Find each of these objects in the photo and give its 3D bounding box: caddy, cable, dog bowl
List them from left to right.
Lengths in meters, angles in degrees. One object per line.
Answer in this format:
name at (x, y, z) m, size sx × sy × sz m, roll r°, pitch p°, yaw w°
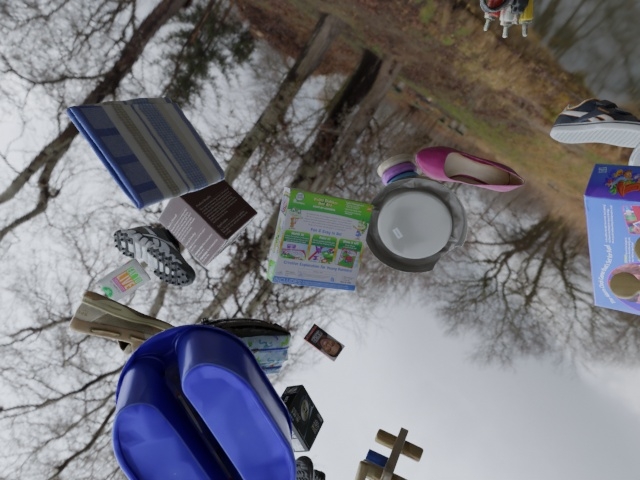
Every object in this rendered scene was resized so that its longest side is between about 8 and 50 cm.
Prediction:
caddy at (-0.184, 0.305, 0.849) m, size 0.341 × 0.241 × 0.179 m, roll 62°, pitch 175°, yaw -15°
dog bowl at (0.322, -0.063, 1.781) m, size 0.348 × 0.349 × 0.102 m, roll 36°, pitch -154°, yaw -6°
cable at (0.406, -0.579, 1.084) m, size 0.139 × 0.287 × 0.072 m, roll 3°, pitch -162°, yaw -13°

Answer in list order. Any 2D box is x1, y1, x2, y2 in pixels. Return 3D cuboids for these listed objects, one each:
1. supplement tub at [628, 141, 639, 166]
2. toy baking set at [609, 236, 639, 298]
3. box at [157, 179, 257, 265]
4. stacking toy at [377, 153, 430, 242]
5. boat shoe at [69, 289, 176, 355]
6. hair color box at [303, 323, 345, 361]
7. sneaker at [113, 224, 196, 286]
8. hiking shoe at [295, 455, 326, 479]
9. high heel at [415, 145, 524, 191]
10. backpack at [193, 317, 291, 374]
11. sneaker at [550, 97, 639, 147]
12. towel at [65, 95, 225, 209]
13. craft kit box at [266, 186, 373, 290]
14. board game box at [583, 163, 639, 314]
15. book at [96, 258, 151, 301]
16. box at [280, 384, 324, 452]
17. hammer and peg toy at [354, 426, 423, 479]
supplement tub at (0.659, -0.121, 0.909) m, size 0.190 × 0.117 × 0.117 m, roll 7°, pitch -161°, yaw 2°
toy baking set at (0.409, 0.080, 0.512) m, size 0.030 × 0.196 × 0.256 m, roll 25°, pitch -127°, yaw -45°
box at (-0.335, -0.071, 1.552) m, size 0.203 × 0.167 × 0.168 m, roll 45°, pitch -135°, yaw -2°
stacking toy at (0.319, -0.134, 1.842) m, size 0.141 × 0.141 × 0.331 m, roll 7°, pitch -119°, yaw -58°
boat shoe at (-0.473, 0.238, 1.326) m, size 0.121 × 0.110 × 0.341 m, roll 3°, pitch 155°, yaw 44°
hair color box at (0.013, 0.376, 1.911) m, size 0.141 × 0.072 × 0.043 m, roll 34°, pitch 164°, yaw 10°
sneaker at (-0.346, 0.021, 1.154) m, size 0.234 × 0.078 × 0.106 m, roll 26°, pitch -145°, yaw 26°
hiking shoe at (-0.036, 0.706, 1.540) m, size 0.086 × 0.227 × 0.114 m, roll 17°, pitch -149°, yaw 29°
high heel at (0.336, -0.158, 1.168) m, size 0.244 × 0.082 × 0.117 m, roll 17°, pitch -178°, yaw -25°
backpack at (-0.288, 0.419, 2.075) m, size 0.355 × 0.274 × 0.290 m, roll -10°, pitch -173°, yaw -40°
sneaker at (0.879, -0.368, 1.596) m, size 0.126 × 0.128 × 0.321 m, roll 29°, pitch 173°, yaw -42°
towel at (-0.304, -0.170, 0.958) m, size 0.209 × 0.034 × 0.285 m, roll 54°, pitch -155°, yaw -3°
craft kit box at (0.000, 0.000, 1.382) m, size 0.249 × 0.247 × 0.061 m, roll 9°, pitch -170°, yaw -26°
board game box at (0.608, 0.021, 0.915) m, size 0.233 × 0.078 × 0.347 m, roll 12°, pitch 149°, yaw 37°
book at (-0.666, 0.133, 1.764) m, size 0.096 × 0.144 × 0.035 m, roll 62°, pitch 169°, yaw -30°
box at (-0.080, 0.634, 1.854) m, size 0.180 × 0.077 × 0.147 m, roll 63°, pitch -148°, yaw -16°
hammer and peg toy at (0.132, 0.603, 1.193) m, size 0.127 × 0.266 × 0.361 m, roll 21°, pitch -173°, yaw 16°
